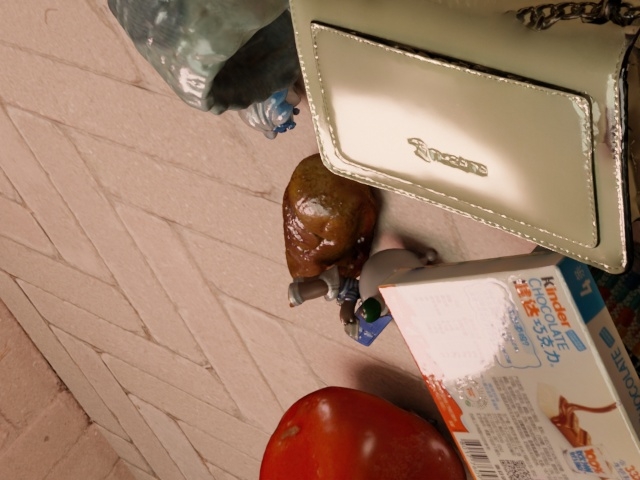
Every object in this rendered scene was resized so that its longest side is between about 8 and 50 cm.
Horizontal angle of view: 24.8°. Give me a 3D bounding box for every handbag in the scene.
[{"bbox_3d":[0.155,-0.147,1.316,0.358,0.160,0.237,22,145,36],"label":"handbag"}]

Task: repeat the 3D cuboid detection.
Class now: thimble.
[{"bbox_3d":[-0.089,-0.240,1.443,0.172,0.205,0.250,48,-165,9],"label":"thimble"}]

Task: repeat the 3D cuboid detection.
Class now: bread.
[{"bbox_3d":[0.001,-0.002,1.900,0.124,0.084,0.344,35,157,12],"label":"bread"}]

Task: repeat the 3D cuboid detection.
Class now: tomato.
[{"bbox_3d":[0.066,0.384,2.227,0.293,0.290,0.325,30,163,-35],"label":"tomato"}]

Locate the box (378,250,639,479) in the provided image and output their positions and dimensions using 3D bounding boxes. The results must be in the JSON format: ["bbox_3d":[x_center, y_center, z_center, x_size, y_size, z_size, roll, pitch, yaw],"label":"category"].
[{"bbox_3d":[0.213,0.142,1.510,0.265,0.048,0.273,-7,113,51],"label":"box"}]

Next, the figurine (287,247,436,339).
[{"bbox_3d":[0.060,0.066,1.842,0.197,0.147,0.093,-15,105,15],"label":"figurine"}]

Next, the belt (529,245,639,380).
[{"bbox_3d":[0.305,0.112,1.549,0.257,0.150,0.207,39,152,12],"label":"belt"}]

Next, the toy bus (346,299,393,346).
[{"bbox_3d":[0.075,0.098,1.993,0.051,0.061,0.153,34,155,1],"label":"toy bus"}]

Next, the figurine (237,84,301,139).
[{"bbox_3d":[-0.065,-0.177,1.719,0.114,0.079,0.114,167,90,-81],"label":"figurine"}]
